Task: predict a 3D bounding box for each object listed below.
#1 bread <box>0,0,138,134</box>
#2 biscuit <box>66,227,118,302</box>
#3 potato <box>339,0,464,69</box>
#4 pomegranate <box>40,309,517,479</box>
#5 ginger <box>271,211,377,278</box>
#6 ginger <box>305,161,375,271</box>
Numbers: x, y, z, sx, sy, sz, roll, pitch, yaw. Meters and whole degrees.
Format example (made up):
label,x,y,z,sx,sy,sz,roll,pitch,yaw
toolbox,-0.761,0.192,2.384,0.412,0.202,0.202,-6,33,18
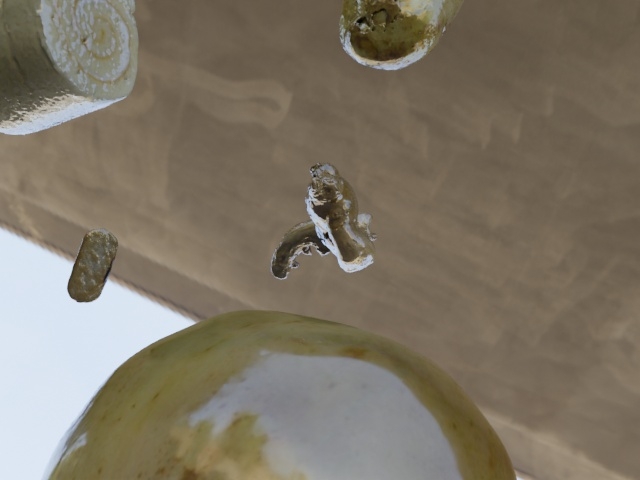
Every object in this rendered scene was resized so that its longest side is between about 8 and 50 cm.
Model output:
label,x,y,z,sx,sy,sz,roll,pitch,yaw
bread,-0.265,-0.187,0.875,0.141,0.148,0.134,-12,-23,33
biscuit,-0.420,0.047,1.679,0.071,0.147,0.018,17,6,-33
potato,0.079,-0.229,0.846,0.107,0.170,0.080,26,-27,20
pomegranate,-0.030,0.200,0.538,0.319,0.319,0.319,16,-48,19
ginger,-0.003,-0.002,1.318,0.174,0.051,0.069,-21,-68,24
ginger,0.017,-0.032,1.080,0.059,0.214,0.133,-27,-81,-1
